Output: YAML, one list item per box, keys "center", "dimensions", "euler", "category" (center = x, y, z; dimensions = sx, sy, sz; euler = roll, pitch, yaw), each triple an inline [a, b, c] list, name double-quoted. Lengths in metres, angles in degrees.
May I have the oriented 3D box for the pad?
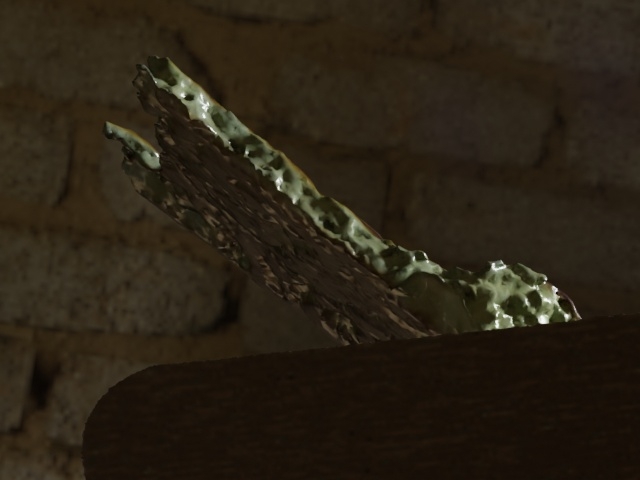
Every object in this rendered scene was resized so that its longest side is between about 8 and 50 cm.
- center: [0.074, 0.103, 0.410]
  dimensions: [0.266, 0.176, 0.002]
  euler: [-7, 18, 9]
  category: "pad"

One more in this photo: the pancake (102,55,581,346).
- center: [0.004, 0.004, 0.897]
  dimensions: [0.305, 0.067, 0.427]
  euler: [40, -8, -7]
  category: "pancake"
